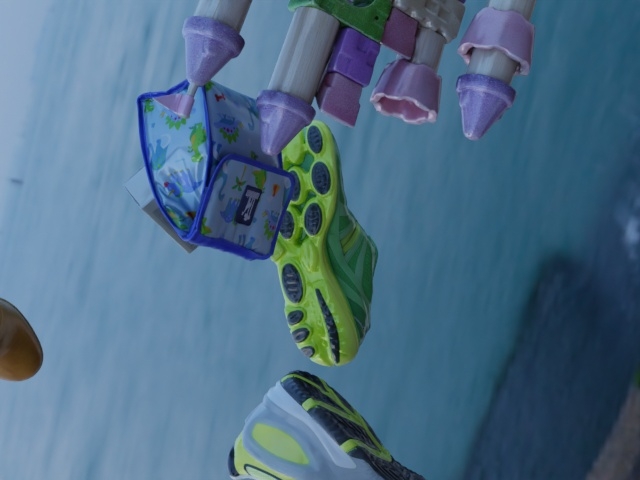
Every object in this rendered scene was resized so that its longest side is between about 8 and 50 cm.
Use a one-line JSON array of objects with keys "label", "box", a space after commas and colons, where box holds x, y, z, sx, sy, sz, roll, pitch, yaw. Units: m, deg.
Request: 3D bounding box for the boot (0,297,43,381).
[{"label": "boot", "box": [-0.423, 0.130, 1.574, 0.104, 0.295, 0.211, -37, 38, 1]}]

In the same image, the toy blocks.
[{"label": "toy blocks", "box": [-0.001, -0.185, 1.182, 0.309, 0.288, 0.260, 3, 72, 54]}]

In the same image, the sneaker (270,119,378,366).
[{"label": "sneaker", "box": [0.000, 0.000, 1.571, 0.123, 0.109, 0.296, -34, -60, -60]}]

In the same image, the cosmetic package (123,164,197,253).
[{"label": "cosmetic package", "box": [-0.148, -0.039, 1.349, 0.060, 0.115, 0.041, -40, 58, -3]}]

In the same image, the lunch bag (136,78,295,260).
[{"label": "lunch bag", "box": [-0.093, -0.062, 1.203, 0.096, 0.129, 0.151, -15, 73, 29]}]

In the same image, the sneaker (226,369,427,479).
[{"label": "sneaker", "box": [0.056, 0.327, 1.501, 0.147, 0.385, 0.145, -44, -5, 11]}]
